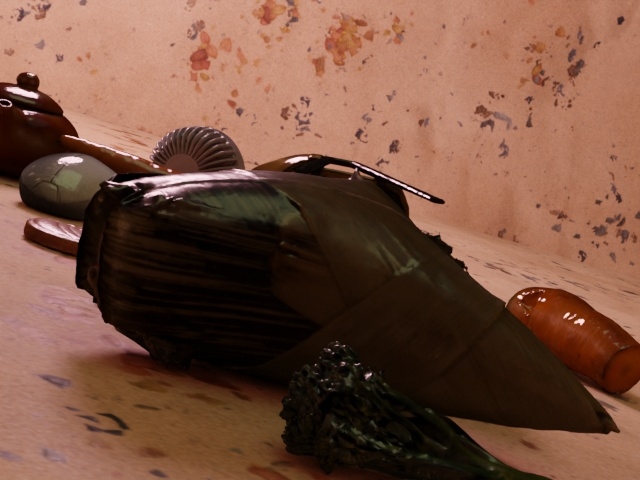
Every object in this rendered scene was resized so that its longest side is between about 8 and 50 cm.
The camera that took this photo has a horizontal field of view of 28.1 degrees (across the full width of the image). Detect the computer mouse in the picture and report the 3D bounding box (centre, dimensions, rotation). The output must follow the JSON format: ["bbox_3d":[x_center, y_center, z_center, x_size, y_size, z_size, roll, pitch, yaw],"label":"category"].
[{"bbox_3d":[-0.277,-0.068,1.507,0.113,0.068,0.229,20,6,9],"label":"computer mouse"}]

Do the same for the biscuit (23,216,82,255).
[{"bbox_3d":[-0.225,0.002,1.251,0.131,0.019,0.102,16,7,-15],"label":"biscuit"}]

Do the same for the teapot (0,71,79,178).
[{"bbox_3d":[-0.392,-0.154,1.671,0.178,0.135,0.252,21,7,-3],"label":"teapot"}]

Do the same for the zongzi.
[{"bbox_3d":[0.017,0.057,0.891,0.289,0.154,0.318,0,23,-46],"label":"zongzi"}]

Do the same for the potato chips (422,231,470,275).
[{"bbox_3d":[0.058,0.045,1.120,0.209,0.142,0.026,41,-3,-5],"label":"potato chips"}]

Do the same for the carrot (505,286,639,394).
[{"bbox_3d":[0.290,0.107,1.449,0.087,0.087,0.193,13,7,-35],"label":"carrot"}]

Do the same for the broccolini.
[{"bbox_3d":[0.065,0.137,0.780,0.203,0.068,0.091,32,16,-10],"label":"broccolini"}]

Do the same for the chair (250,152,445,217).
[{"bbox_3d":[0.000,0.000,1.247,0.172,0.158,0.247,14,7,-7],"label":"chair"}]

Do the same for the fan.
[{"bbox_3d":[-0.122,-0.058,1.685,0.244,0.130,0.074,34,15,19],"label":"fan"}]

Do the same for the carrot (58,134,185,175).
[{"bbox_3d":[-0.173,-0.061,1.596,0.336,0.069,0.069,26,6,-2],"label":"carrot"}]
